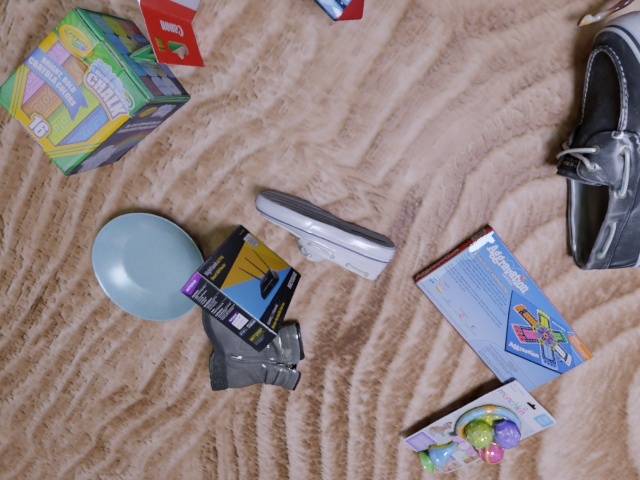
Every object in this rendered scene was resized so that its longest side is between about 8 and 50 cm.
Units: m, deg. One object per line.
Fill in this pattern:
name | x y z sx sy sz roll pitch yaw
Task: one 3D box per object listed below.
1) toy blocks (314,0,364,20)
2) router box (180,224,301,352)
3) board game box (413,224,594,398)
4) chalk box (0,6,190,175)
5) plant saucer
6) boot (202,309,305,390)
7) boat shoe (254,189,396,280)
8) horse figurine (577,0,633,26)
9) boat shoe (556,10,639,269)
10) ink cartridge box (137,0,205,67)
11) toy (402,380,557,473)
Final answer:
toy blocks | 0.067 -0.399 0.440 0.261 0.190 0.381 39 109 -20
router box | -0.105 0.062 0.606 0.133 0.179 0.046 40 111 -9
board game box | 0.295 0.123 0.667 0.145 0.027 0.281 -38 102 19
chalk box | -0.279 -0.209 0.553 0.213 0.132 0.132 -34 103 15
plant saucer | -0.280 0.042 0.694 0.195 0.037 0.194 2 111 5
boot | -0.109 0.148 0.705 0.161 0.083 0.246 -2 112 -4
boat shoe | 0.000 0.000 0.623 0.226 0.083 0.075 24 110 -4
horse figurine | 0.373 -0.370 0.460 0.175 0.066 0.263 -11 111 16
boat shoe | 0.370 -0.099 0.527 0.119 0.121 0.335 -16 109 7
ink cartridge box | -0.175 -0.309 0.497 0.045 0.145 0.179 -10 109 11
toy | 0.281 0.353 0.725 0.237 0.056 0.137 -38 111 24
